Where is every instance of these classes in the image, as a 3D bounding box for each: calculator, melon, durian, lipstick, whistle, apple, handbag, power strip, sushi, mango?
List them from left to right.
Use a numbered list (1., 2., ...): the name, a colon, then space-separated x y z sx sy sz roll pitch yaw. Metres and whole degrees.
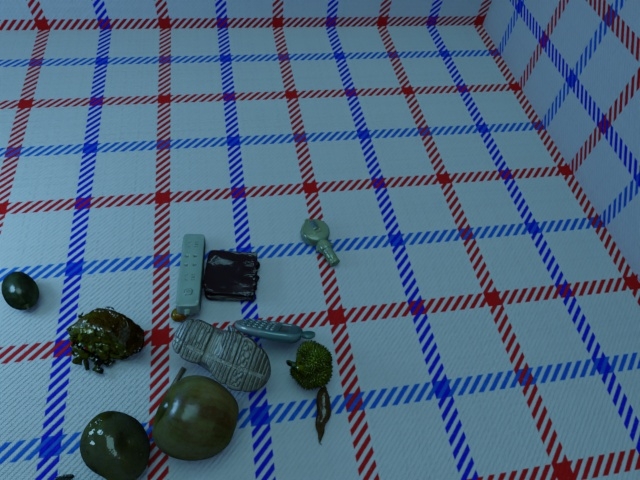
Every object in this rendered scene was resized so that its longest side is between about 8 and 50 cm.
1. melon: -1.101 0.187 1.786 0.114 0.114 0.167 -28 60 -23
2. sushi: -0.751 0.345 1.698 0.296 0.167 0.179 21 35 -1
3. lipstick: -0.502 0.487 1.702 0.019 0.019 0.094 21 56 8
4. mango: -0.522 0.269 1.834 0.060 0.046 0.089 33 56 21
5. power strip: -0.504 0.130 1.895 0.091 0.062 0.385 0 47 -9
6. apple: -0.390 0.561 1.536 0.233 0.257 0.257 27 51 -24
7. handbag: -0.350 0.139 1.930 0.216 0.074 0.203 3 55 -6
8. calculator: -0.166 0.328 1.768 0.295 0.184 0.042 9 92 4
9. durian: -0.023 0.427 1.688 0.146 0.198 0.159 16 48 16
10. whistle: 0.000 0.000 2.071 0.126 0.067 0.258 -23 63 -19

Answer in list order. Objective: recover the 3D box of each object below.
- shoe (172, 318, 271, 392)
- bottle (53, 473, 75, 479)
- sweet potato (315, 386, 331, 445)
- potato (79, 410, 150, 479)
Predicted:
1. shoe: -0.320 0.387 1.675 0.350 0.198 0.172 28 77 11
2. bottle: -0.685 0.760 1.454 0.253 0.080 0.096 8 50 -1
3. sweet potato: 0.008 0.597 1.666 0.056 0.056 0.195 8 61 -1
4. potato: -0.629 0.637 1.501 0.177 0.160 0.235 -37 66 -13
